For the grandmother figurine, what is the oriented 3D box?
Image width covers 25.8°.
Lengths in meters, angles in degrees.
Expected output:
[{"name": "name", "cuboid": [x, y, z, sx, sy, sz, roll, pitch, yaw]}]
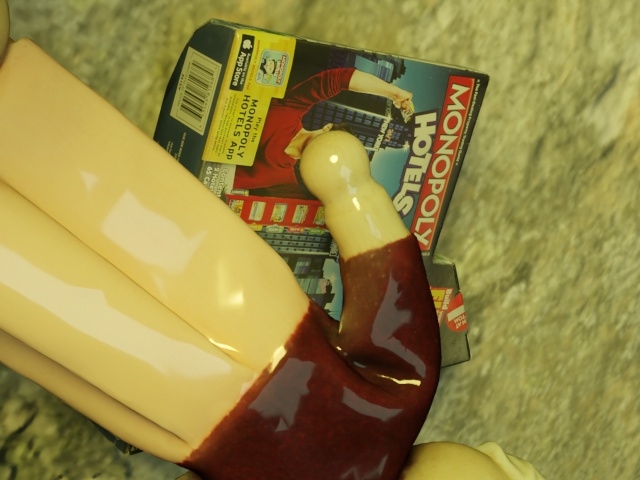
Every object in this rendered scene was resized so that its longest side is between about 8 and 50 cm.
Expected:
[{"name": "grandmother figurine", "cuboid": [-0.035, 0.058, 0.551, 0.342, 0.104, 0.208, 37, 107, -17]}]

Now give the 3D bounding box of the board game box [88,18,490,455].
[{"name": "board game box", "cuboid": [0.000, 0.000, 0.660, 0.194, 0.060, 0.194, 4, 109, -40]}]
